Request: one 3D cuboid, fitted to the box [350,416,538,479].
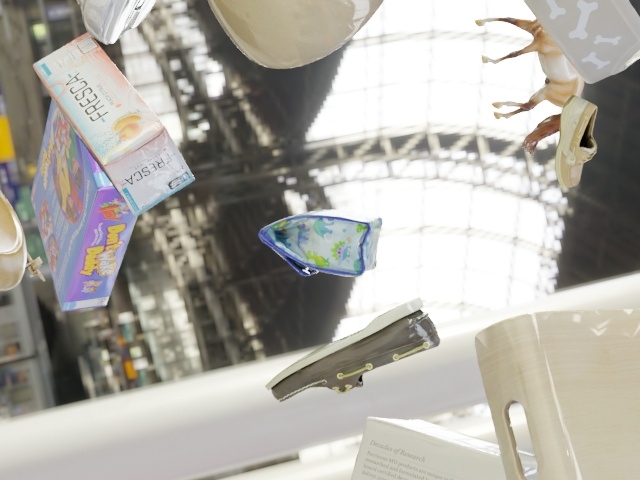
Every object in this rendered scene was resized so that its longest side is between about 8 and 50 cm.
[{"bbox_3d":[0.146,0.274,1.414,0.181,0.182,0.119,22,83,-66],"label":"box"}]

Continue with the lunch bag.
[{"bbox_3d":[0.000,0.000,1.765,0.129,0.151,0.096,-13,114,-80],"label":"lunch bag"}]

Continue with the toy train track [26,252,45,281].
[{"bbox_3d":[-0.398,0.036,1.790,0.048,0.014,0.083,58,-22,-2],"label":"toy train track"}]

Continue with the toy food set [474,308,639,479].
[{"bbox_3d":[0.302,0.180,1.189,0.092,0.306,0.219,129,-45,-57],"label":"toy food set"}]

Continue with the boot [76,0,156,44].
[{"bbox_3d":[-0.223,-0.256,1.215,0.095,0.123,0.258,-59,-174,6],"label":"boot"}]

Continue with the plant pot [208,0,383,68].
[{"bbox_3d":[-0.060,-0.401,1.736,0.191,0.284,0.284,37,21,-47],"label":"plant pot"}]

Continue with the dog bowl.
[{"bbox_3d":[0.301,-0.354,1.686,0.348,0.102,0.348,49,15,-19],"label":"dog bowl"}]

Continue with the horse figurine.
[{"bbox_3d":[0.337,-0.260,1.959,0.066,0.175,0.263,-88,165,-55],"label":"horse figurine"}]

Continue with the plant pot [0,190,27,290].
[{"bbox_3d":[-0.400,-0.045,1.383,0.236,0.032,0.236,45,13,-14],"label":"plant pot"}]

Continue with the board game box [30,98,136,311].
[{"bbox_3d":[-0.371,-0.077,2.025,0.233,0.078,0.347,69,-29,27],"label":"board game box"}]

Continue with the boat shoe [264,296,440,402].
[{"bbox_3d":[0.039,0.151,1.605,0.068,0.228,0.081,61,12,2],"label":"boat shoe"}]

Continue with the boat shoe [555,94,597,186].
[{"bbox_3d":[0.340,-0.125,1.701,0.045,0.050,0.135,20,-46,29],"label":"boat shoe"}]

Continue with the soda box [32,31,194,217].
[{"bbox_3d":[-0.172,-0.098,1.054,0.183,0.058,0.063,49,-11,46],"label":"soda box"}]
